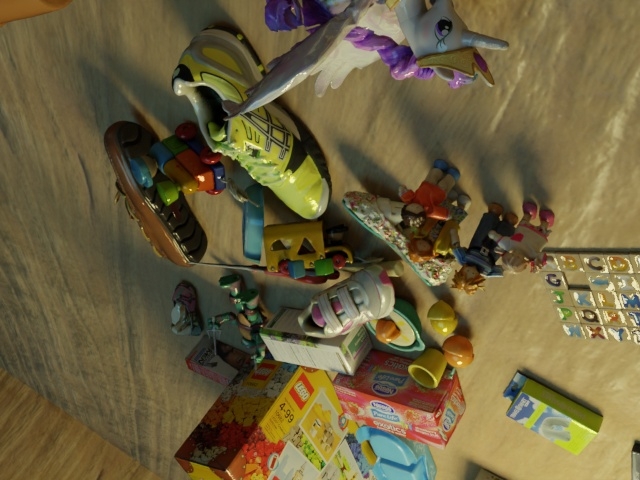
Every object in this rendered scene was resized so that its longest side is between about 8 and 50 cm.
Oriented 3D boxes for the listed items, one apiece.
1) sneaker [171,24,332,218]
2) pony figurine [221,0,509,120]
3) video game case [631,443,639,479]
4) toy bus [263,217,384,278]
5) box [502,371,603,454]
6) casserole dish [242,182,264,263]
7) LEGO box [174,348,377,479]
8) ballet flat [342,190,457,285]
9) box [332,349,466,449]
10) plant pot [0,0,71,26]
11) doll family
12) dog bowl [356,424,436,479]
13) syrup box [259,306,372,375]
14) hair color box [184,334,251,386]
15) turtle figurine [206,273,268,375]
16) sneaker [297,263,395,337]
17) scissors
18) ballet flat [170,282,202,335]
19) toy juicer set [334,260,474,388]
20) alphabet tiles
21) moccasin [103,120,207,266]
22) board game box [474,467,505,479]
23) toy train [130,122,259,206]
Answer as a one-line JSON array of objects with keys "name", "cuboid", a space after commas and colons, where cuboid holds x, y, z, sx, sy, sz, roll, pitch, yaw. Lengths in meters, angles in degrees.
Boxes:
[{"name": "sneaker", "cuboid": [-0.125, -0.177, 1.369, 0.145, 0.147, 0.384, -14, 121, 47]}, {"name": "pony figurine", "cuboid": [0.033, -0.318, 1.003, 0.351, 0.303, 0.363, -17, 103, 40]}, {"name": "video game case", "cuboid": [0.725, 0.486, 1.458, 0.274, 0.026, 0.196, 11, 137, 32]}, {"name": "toy bus", "cuboid": [-0.012, 0.002, 1.500, 0.191, 0.202, 0.104, 1, 100, 51]}, {"name": "box", "cuboid": [0.445, 0.339, 1.528, 0.178, 0.042, 0.109, 28, 143, 14]}, {"name": "casserole dish", "cuboid": [-0.137, -0.033, 1.571, 0.037, 0.114, 0.188, 0, 144, -10]}, {"name": "LEGO box", "cuboid": [-0.078, 0.567, 1.965, 0.193, 0.372, 0.500, 1, 131, 41]}, {"name": "ballet flat", "cuboid": [0.147, -0.020, 1.377, 0.241, 0.091, 0.077, 41, 115, -11]}, {"name": "box", "cuboid": [0.170, 0.338, 1.703, 0.257, 0.122, 0.128, 10, 135, 34]}, {"name": "plant pot", "cuboid": [-0.532, -0.489, 1.298, 0.204, 0.290, 0.290, 6, 136, 13]}, {"name": "doll family", "cuboid": [0.232, 0.000, 1.232, 0.263, 0.163, 0.118, 27, 143, 16]}, {"name": "dog bowl", "cuboid": [0.197, 0.532, 1.940, 0.166, 0.074, 0.297, 8, 134, 36]}, {"name": "syrup box", "cuboid": [-0.010, 0.224, 1.762, 0.237, 0.093, 0.096, 3, 131, 40]}, {"name": "hair color box", "cuboid": [-0.271, 0.330, 2.116, 0.167, 0.093, 0.053, 19, 141, 25]}, {"name": "turtle figurine", "cuboid": [-0.186, 0.202, 1.874, 0.175, 0.118, 0.234, 19, 129, 27]}, {"name": "sneaker", "cuboid": [0.046, 0.131, 1.504, 0.252, 0.111, 0.103, -43, 68, 47]}, {"name": "scissors", "cuboid": [-0.111, 0.058, 1.576, 0.297, 0.109, 0.021, 6, 102, 15]}, {"name": "ballet flat", "cuboid": [-0.363, 0.200, 2.064, 0.077, 0.079, 0.221, 25, 143, 17]}, {"name": "toy juicer set", "cuboid": [0.160, 0.154, 1.527, 0.329, 0.089, 0.209, 47, 148, -7]}, {"name": "alphabet tiles", "cuboid": [0.478, 0.095, 1.253, 0.237, 0.009, 0.198, 0, 130, 42]}, {"name": "moccasin", "cuboid": [-0.375, -0.098, 1.707, 0.147, 0.139, 0.380, 6, 143, 26]}, {"name": "board game box", "cuboid": [0.485, 0.691, 1.842, 0.303, 0.097, 0.224, 24, 142, 22]}, {"name": "toy train", "cuboid": [-0.248, -0.111, 1.505, 0.248, 0.143, 0.105, 44, 151, 31]}]
